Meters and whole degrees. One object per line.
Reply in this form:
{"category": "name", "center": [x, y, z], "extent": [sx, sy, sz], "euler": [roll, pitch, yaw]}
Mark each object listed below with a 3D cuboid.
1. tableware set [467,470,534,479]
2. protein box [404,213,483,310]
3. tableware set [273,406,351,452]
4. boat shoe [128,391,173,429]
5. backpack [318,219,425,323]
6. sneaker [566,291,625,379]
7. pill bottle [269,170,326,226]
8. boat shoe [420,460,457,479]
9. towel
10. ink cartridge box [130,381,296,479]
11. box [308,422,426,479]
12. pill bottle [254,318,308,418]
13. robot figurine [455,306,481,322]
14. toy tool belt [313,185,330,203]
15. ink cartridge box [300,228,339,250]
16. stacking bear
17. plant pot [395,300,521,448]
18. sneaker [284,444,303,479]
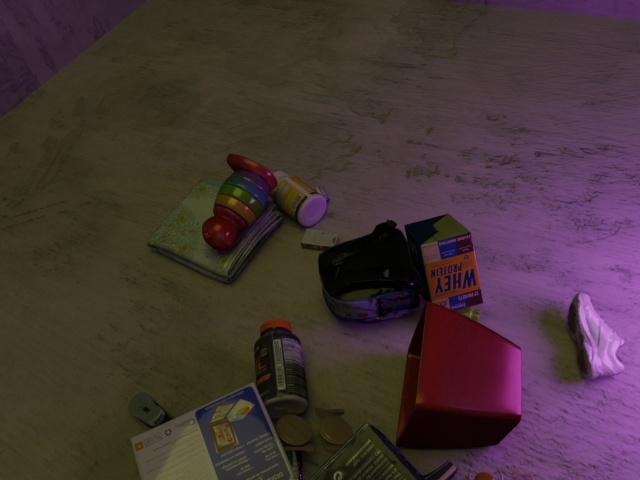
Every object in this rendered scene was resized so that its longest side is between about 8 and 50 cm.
{"category": "tableware set", "center": [0.404, 0.565, 1.206], "extent": [0.154, 0.024, 0.104], "euler": [-1, 44, 3]}
{"category": "protein box", "center": [0.330, 0.060, 1.486], "extent": [0.135, 0.201, 0.200], "euler": [-15, 17, 0]}
{"category": "tableware set", "center": [-0.018, 0.471, 1.331], "extent": [0.194, 0.039, 0.128], "euler": [8, 31, -20]}
{"category": "boat shoe", "center": [-0.446, 0.468, 1.453], "extent": [0.065, 0.083, 0.183], "euler": [-45, 29, -24]}
{"category": "backpack", "center": [0.129, 0.106, 1.533], "extent": [0.263, 0.213, 0.277], "euler": [-8, 43, -5]}
{"category": "sneaker", "center": [0.703, 0.241, 1.389], "extent": [0.115, 0.090, 0.232], "euler": [0, 60, 3]}
{"category": "pill bottle", "center": [-0.088, -0.146, 1.845], "extent": [0.119, 0.119, 0.208], "euler": [-38, 53, -19]}
{"category": "boat shoe", "center": [0.204, 0.558, 1.225], "extent": [0.223, 0.080, 0.073], "euler": [-34, 57, -11]}
{"category": "towel", "center": [-0.354, -0.045, 1.838], "extent": [0.374, 0.090, 0.321], "euler": [21, 57, 26]}
{"category": "ink cartridge box", "center": [-0.226, 0.509, 1.191], "extent": [0.303, 0.072, 0.307], "euler": [-21, 56, -15]}
{"category": "box", "center": [0.166, 0.569, 1.019], "extent": [0.212, 0.293, 0.395], "euler": [-44, 66, -8]}
{"category": "pill bottle", "center": [-0.108, 0.331, 1.446], "extent": [0.130, 0.130, 0.246], "euler": [-12, 49, 2]}
{"category": "robot figurine", "center": [0.375, 0.201, 1.492], "extent": [0.115, 0.067, 0.101], "euler": [12, 28, 23]}
{"category": "toy tool belt", "center": [0.010, -0.148, 1.870], "extent": [0.051, 0.052, 0.083], "euler": [-21, 79, -37]}
{"category": "ink cartridge box", "center": [0.000, 0.000, 1.764], "extent": [0.115, 0.029, 0.063], "euler": [9, 53, 17]}
{"category": "stacking bear", "center": [-0.270, -0.101, 1.719], "extent": [0.164, 0.175, 0.289], "euler": [16, 67, 32]}
{"category": "plant pot", "center": [0.326, 0.339, 1.281], "extent": [0.235, 0.267, 0.267], "euler": [11, 53, 5]}
{"category": "sneaker", "center": [-0.084, 0.542, 1.311], "extent": [0.073, 0.063, 0.162], "euler": [-13, 48, 7]}
